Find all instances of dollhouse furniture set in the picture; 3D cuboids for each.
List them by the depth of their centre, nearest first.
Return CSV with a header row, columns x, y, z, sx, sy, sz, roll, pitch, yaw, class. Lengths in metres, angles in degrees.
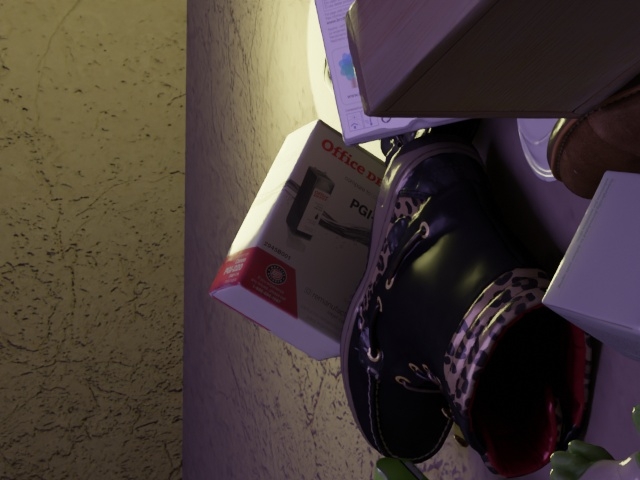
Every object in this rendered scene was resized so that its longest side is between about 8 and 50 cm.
x,y,z,sx,sy,sz,roll,pitch,yaw,class
0.106,-0.300,0.683,0.256,0.362,0.394,-40,57,58,dollhouse furniture set

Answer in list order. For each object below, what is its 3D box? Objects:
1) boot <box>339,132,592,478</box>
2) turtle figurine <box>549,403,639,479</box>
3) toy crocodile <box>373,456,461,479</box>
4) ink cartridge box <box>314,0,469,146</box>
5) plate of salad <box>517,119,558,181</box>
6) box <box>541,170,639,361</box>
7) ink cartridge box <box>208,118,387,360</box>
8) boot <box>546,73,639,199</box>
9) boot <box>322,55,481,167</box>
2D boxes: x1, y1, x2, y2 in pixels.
x,y,z,sx,sy,sz,roll,pitch,yaw,class
0.131,0.122,1.166,0.284,0.138,0.377,-119,34,-56,boot
0.220,0.026,0.593,0.266,0.274,0.198,-49,8,39,turtle figurine
0.149,0.332,1.118,0.340,0.105,0.115,46,143,34,toy crocodile
0.074,-0.257,1.130,0.185,0.065,0.311,-9,98,40,ink cartridge box
0.200,-0.146,0.978,0.200,0.048,0.200,-175,90,-80,plate of salad
0.214,0.022,0.753,0.101,0.087,0.102,-62,28,-6,box
0.000,0.000,1.357,0.092,0.158,0.218,-23,39,61,ink cartridge box
0.239,-0.061,0.771,0.305,0.112,0.115,139,114,-69,boot
0.103,-0.211,1.241,0.338,0.118,0.223,94,155,-47,boot
